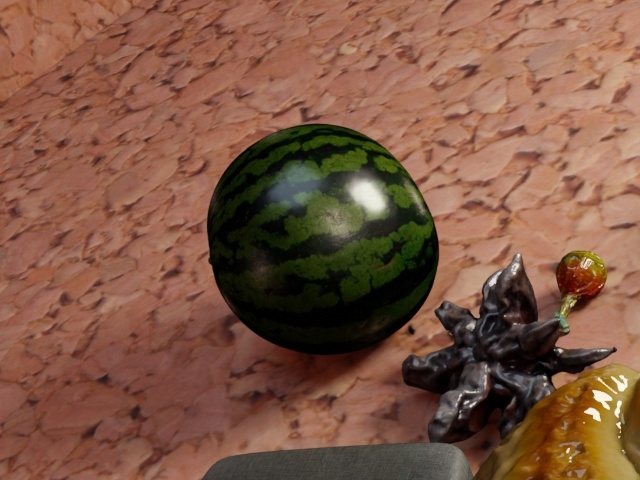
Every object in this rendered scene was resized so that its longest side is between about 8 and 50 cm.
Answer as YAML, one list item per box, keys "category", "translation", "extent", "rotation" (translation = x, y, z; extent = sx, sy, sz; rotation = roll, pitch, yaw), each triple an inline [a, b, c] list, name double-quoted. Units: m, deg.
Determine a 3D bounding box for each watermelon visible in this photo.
- category: "watermelon"
  translation: [0.000, 0.000, 1.895]
  extent: [0.285, 0.285, 0.285]
  rotation: [-19, 31, 12]

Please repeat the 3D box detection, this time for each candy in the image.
- category: "candy"
  translation: [0.272, 0.091, 1.782]
  extent: [0.060, 0.060, 0.201]
  rotation: [4, 51, 41]

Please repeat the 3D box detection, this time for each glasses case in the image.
- category: "glasses case"
  translation: [0.005, 0.285, 1.651]
  extent: [0.323, 0.074, 0.131]
  rotation: [-8, 34, 29]

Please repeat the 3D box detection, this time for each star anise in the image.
- category: "star anise"
  translation: [0.193, 0.126, 1.701]
  extent: [0.212, 0.129, 0.283]
  rotation: [-51, 28, 11]

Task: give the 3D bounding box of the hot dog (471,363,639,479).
- category: "hot dog"
  translation: [0.277, 0.269, 1.360]
  extent: [0.367, 0.196, 0.365]
  rotation: [-7, 37, 20]
